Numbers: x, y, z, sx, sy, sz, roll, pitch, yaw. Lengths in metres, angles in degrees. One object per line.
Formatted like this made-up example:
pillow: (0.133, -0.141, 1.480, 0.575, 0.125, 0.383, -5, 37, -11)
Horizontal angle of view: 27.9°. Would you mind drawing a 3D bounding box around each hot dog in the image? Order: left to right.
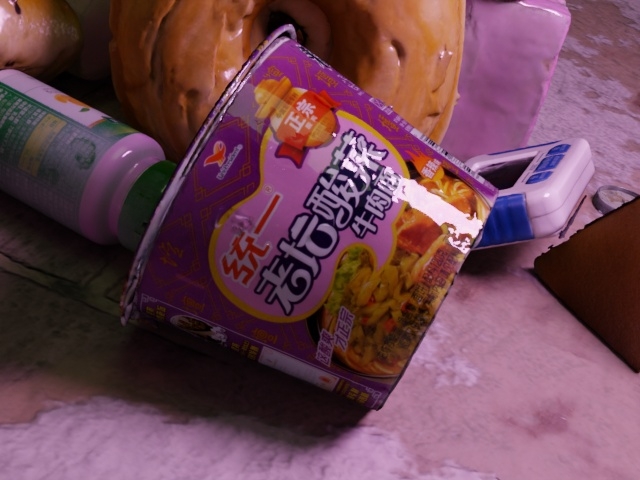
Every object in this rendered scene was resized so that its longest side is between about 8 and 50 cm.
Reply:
hot dog: (-0.481, -0.272, 1.514, 0.367, 0.196, 0.365, 22, 4, 34)

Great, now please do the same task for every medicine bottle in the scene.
medicine bottle: (-0.265, -0.080, 1.423, 0.274, 0.133, 0.133, 28, 32, 21)

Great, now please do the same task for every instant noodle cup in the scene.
instant noodle cup: (0.000, 0.000, 1.257, 0.266, 0.340, 0.340, 30, 31, 3)

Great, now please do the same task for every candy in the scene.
candy: (0.236, -0.232, 1.785, 0.155, 0.265, 0.116, 13, 33, -4)

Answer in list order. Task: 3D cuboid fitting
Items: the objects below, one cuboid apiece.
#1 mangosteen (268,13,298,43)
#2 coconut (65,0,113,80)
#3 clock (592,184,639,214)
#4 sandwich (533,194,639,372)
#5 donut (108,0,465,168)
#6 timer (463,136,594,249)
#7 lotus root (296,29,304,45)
mangosteen: (-0.110, -0.347, 1.644, 0.216, 0.216, 0.216, 11, 29, -7)
coconut: (-0.300, -0.337, 1.752, 0.259, 0.259, 0.259, 11, 29, -7)
clock: (0.425, -0.050, 1.807, 0.085, 0.017, 0.085, 12, 30, -7)
sandwich: (0.369, 0.063, 1.505, 0.108, 0.220, 0.186, -3, 70, -33)
donut: (-0.035, -0.231, 1.483, 0.449, 0.449, 0.198, 12, 18, -6)
timer: (0.238, -0.052, 1.606, 0.178, 0.078, 0.253, -11, 16, 26)
lotus root: (0.004, -0.257, 1.796, 0.179, 0.196, 0.397, -41, 57, -13)
